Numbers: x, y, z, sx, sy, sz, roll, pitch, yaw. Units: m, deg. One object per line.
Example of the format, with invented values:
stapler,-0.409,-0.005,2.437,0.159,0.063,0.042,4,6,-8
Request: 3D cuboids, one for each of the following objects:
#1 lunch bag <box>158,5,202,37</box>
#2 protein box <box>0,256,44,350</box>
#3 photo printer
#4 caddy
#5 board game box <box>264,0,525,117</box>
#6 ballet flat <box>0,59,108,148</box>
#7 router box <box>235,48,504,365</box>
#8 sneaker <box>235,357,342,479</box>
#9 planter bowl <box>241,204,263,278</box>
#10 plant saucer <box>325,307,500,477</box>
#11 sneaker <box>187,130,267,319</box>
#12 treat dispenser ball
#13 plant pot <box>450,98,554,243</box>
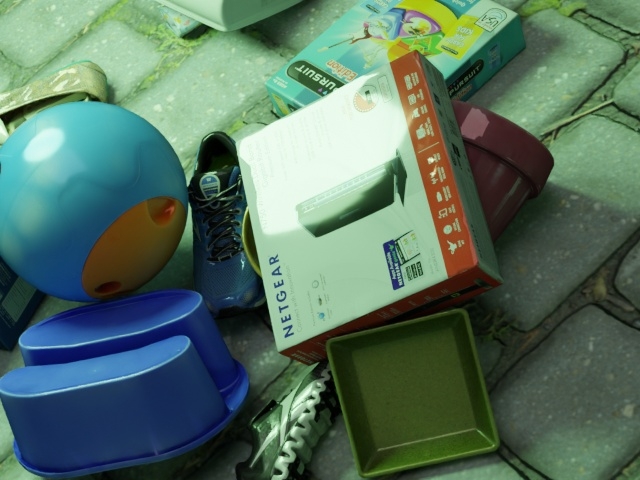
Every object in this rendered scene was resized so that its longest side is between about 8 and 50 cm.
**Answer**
lunch bag,-0.237,-0.399,2.328,0.071,0.053,0.083,-35,40,-12
protein box,-0.519,0.024,1.997,0.136,0.200,0.201,9,56,26
photo printer,-0.182,-0.487,2.300,0.307,0.107,0.256,29,46,35
caddy,-0.270,0.208,1.784,0.341,0.179,0.241,-12,28,11
board game box,0.119,-0.282,2.090,0.336,0.079,0.254,-43,51,-15
ballet flat,-0.511,-0.210,2.248,0.316,0.107,0.106,-26,63,0
router box,0.056,-0.041,1.742,0.301,0.082,0.335,-26,60,22
sneaker,-0.043,0.238,1.738,0.106,0.078,0.234,13,61,25
planter bowl,0.000,0.000,1.890,0.217,0.090,0.217,-3,63,6
plant saucer,0.120,0.194,1.686,0.188,0.045,0.188,-14,92,9
sneaker,-0.151,-0.027,1.942,0.130,0.147,0.330,-15,50,8
treat dispenser ball,-0.332,-0.055,1.867,0.288,0.288,0.288,-10,51,12
plant pot,0.201,-0.072,1.835,0.201,0.201,0.180,21,79,32
